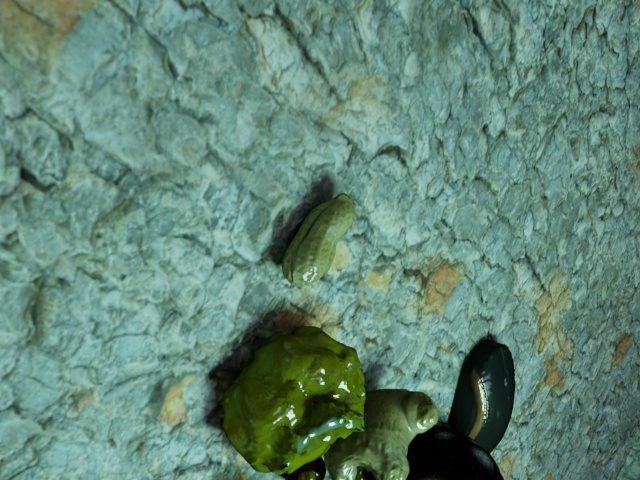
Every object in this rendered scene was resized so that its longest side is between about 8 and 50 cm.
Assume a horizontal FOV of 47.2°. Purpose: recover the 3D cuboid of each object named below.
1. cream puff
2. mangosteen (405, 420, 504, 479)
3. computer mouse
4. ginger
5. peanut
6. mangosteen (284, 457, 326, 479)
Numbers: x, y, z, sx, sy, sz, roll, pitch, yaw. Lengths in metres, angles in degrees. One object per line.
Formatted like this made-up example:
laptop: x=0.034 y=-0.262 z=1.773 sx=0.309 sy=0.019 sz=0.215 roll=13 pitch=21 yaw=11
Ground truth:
cream puff: x=-0.021 y=0.284 z=1.225 sx=0.282 sy=0.185 sz=0.282 roll=-22 pitch=121 yaw=-42
mangosteen: x=0.278 y=0.544 z=1.639 sx=0.233 sy=0.287 sz=0.287 roll=-50 pitch=138 yaw=-4
computer mouse: x=0.410 y=0.405 z=1.806 sx=0.183 sy=0.116 sz=0.323 roll=-13 pitch=117 yaw=-49
ginger: x=0.119 y=0.368 z=1.388 sx=0.221 sy=0.276 sz=0.130 roll=-14 pitch=110 yaw=4
peanut: x=0.000 y=0.000 z=1.194 sx=0.174 sy=0.080 sz=0.080 roll=-57 pitch=139 yaw=-13
mangosteen: x=-0.026 y=0.435 z=1.371 sx=0.081 sy=0.081 sz=0.081 roll=-23 pitch=124 yaw=-39
